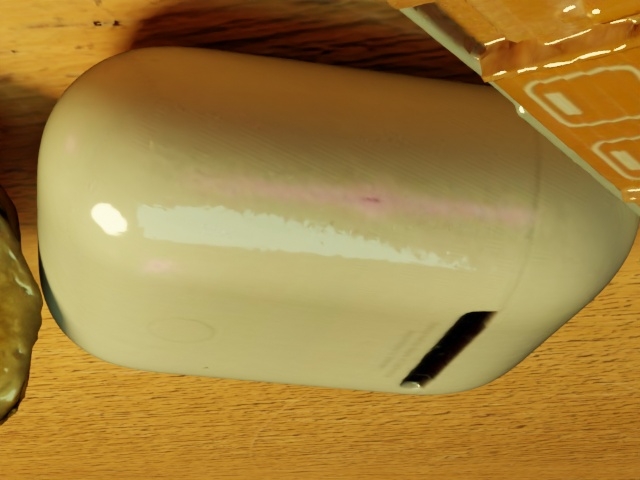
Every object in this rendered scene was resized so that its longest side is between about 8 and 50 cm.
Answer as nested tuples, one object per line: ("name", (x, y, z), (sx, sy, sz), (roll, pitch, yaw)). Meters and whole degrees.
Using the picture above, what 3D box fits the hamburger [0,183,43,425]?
("hamburger", (-0.299, 0.042, 0.697), (0.245, 0.244, 0.163), (13, -171, -24))

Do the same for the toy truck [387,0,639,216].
("toy truck", (0.206, -0.089, 0.485), (0.207, 0.173, 0.388), (-14, 148, 40))

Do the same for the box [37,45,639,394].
("box", (0.000, 0.001, 0.696), (0.349, 0.141, 0.288), (6, 152, -11))
